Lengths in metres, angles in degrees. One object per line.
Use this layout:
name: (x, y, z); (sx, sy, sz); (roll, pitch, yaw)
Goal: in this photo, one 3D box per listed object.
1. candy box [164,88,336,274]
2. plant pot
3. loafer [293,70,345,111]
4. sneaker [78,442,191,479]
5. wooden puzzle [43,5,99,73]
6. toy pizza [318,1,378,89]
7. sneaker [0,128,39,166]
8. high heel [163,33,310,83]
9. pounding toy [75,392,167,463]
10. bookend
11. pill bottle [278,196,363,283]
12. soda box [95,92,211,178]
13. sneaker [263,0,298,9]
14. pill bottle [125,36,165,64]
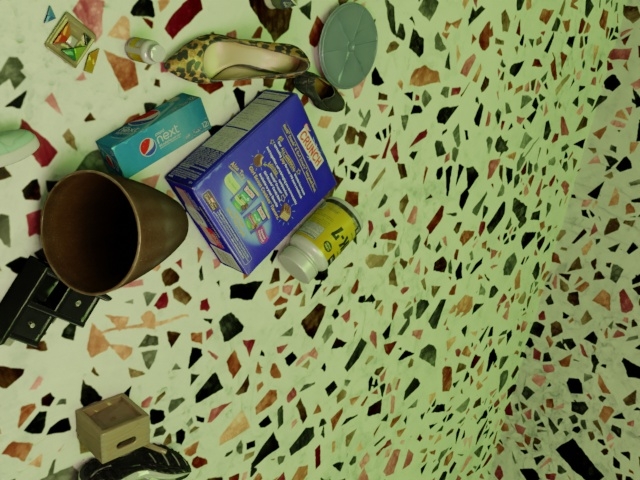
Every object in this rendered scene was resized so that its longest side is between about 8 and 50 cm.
candy box: (-0.139, -0.131, 1.503); (0.317, 0.122, 0.268); (-45, 133, -22)
plant pot: (-0.352, -0.022, 1.278); (0.230, 0.215, 0.215); (-12, 118, -67)
loafer: (0.009, -0.342, 1.609); (0.170, 0.061, 0.062); (19, 92, -49)
sneaker: (-0.416, 0.531, 1.536); (0.271, 0.100, 0.108); (3, 116, -42)
wooden puzzle: (-0.428, -0.344, 1.186); (0.116, 0.014, 0.078); (27, 86, -48)
toy pizza: (0.062, -0.462, 1.635); (0.201, 0.032, 0.201); (-22, 122, -40)
sneaker: (-0.563, -0.185, 1.055); (0.256, 0.094, 0.151); (-17, 116, -42)
high heel: (-0.155, -0.348, 1.339); (0.261, 0.186, 0.093); (-21, 121, -40)
pounding toy: (-0.415, 0.402, 1.441); (0.141, 0.130, 0.100); (-14, 117, -42)
bookend: (-0.502, 0.134, 1.275); (0.156, 0.072, 0.157); (39, 78, -48)
pill bottle: (0.000, 0.000, 1.709); (0.208, 0.119, 0.119); (-48, 135, -20)
soda box: (-0.317, -0.205, 1.323); (0.210, 0.067, 0.071); (-39, 131, -29)
sneaker: (-0.044, -0.568, 1.435); (0.064, 0.086, 0.192); (26, 87, -49)
pill bottle: (-0.317, -0.344, 1.249); (0.043, 0.083, 0.043); (-21, 122, -39)
